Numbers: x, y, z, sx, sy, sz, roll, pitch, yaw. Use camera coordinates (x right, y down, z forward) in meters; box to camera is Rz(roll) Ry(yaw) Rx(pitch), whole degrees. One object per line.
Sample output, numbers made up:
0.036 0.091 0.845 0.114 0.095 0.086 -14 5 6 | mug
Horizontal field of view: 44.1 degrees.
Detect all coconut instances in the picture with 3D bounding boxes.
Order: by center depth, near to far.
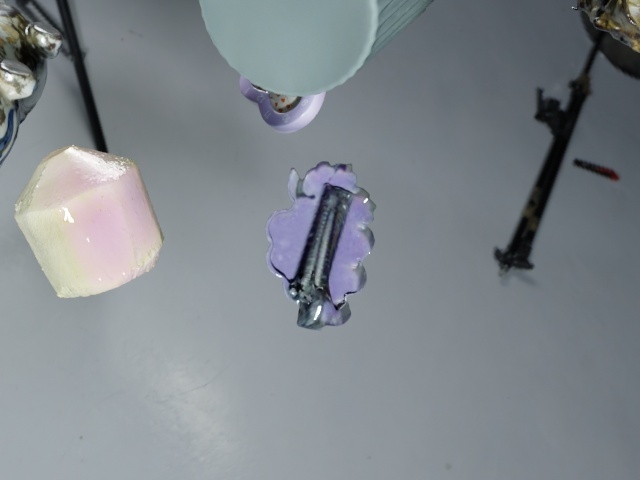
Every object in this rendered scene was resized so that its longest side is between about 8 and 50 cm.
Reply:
-0.407 -0.044 1.372 0.233 0.233 0.245 -28 106 -34 | coconut

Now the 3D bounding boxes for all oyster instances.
0.456 -0.350 1.185 0.204 0.111 0.396 43 26 -15 | oyster

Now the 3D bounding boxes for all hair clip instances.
0.001 0.000 0.856 0.124 0.052 0.195 17 70 -18 | hair clip

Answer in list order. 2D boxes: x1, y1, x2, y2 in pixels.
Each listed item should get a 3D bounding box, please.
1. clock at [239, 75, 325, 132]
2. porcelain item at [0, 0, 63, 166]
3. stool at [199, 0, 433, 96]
-0.057 -0.306 1.550 0.172 0.064 0.198 -42 59 5 | clock
-0.316 -0.105 0.668 0.138 0.186 0.288 19 23 -23 | porcelain item
0.007 -0.383 1.122 0.297 0.297 0.330 39 41 -5 | stool
